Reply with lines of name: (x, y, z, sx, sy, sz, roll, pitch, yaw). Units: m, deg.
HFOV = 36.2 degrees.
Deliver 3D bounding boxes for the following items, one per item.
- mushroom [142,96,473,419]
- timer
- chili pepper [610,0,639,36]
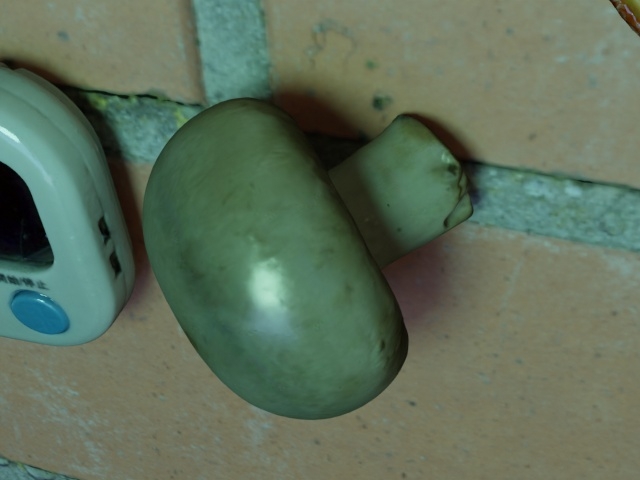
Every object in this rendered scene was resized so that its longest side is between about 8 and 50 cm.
mushroom: (0.000, 0.000, 0.593, 0.204, 0.204, 0.204, 13, 133, 14)
timer: (-0.266, -0.031, 0.733, 0.262, 0.087, 0.237, 8, 132, 18)
chili pepper: (0.193, -0.103, 0.500, 0.178, 0.027, 0.045, 46, 136, -17)
